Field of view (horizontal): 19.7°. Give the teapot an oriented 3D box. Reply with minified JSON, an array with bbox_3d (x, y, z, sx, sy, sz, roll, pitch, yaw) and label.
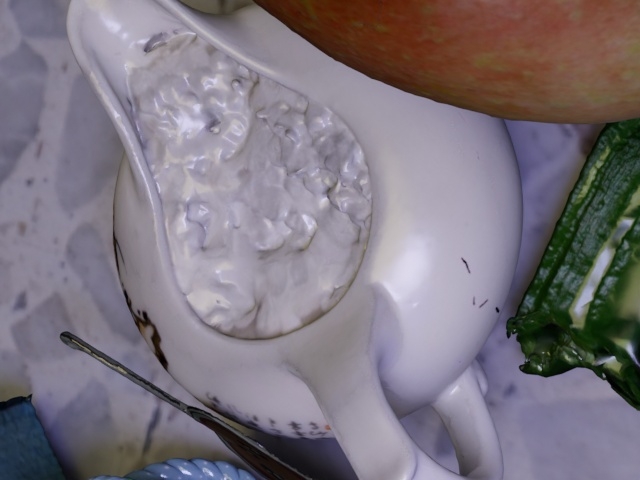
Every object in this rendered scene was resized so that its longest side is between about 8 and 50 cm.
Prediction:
[{"bbox_3d":[0.000,0.000,0.858,0.208,0.166,0.300,-39,59,11],"label":"teapot"}]

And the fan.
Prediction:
[{"bbox_3d":[-0.041,0.099,0.906,0.220,0.132,0.009,30,78,19],"label":"fan"}]

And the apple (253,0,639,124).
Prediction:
[{"bbox_3d":[0.068,-0.209,0.745,0.277,0.319,0.319,7,95,34],"label":"apple"}]

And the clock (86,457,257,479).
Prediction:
[{"bbox_3d":[-0.065,0.200,0.891,0.194,0.195,0.100,60,150,19],"label":"clock"}]

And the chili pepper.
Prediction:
[{"bbox_3d":[0.165,-0.019,0.843,0.098,0.061,0.224,40,110,32],"label":"chili pepper"}]

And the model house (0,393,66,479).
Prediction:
[{"bbox_3d":[-0.181,0.180,0.981,0.148,0.119,0.149,-37,85,21],"label":"model house"}]
